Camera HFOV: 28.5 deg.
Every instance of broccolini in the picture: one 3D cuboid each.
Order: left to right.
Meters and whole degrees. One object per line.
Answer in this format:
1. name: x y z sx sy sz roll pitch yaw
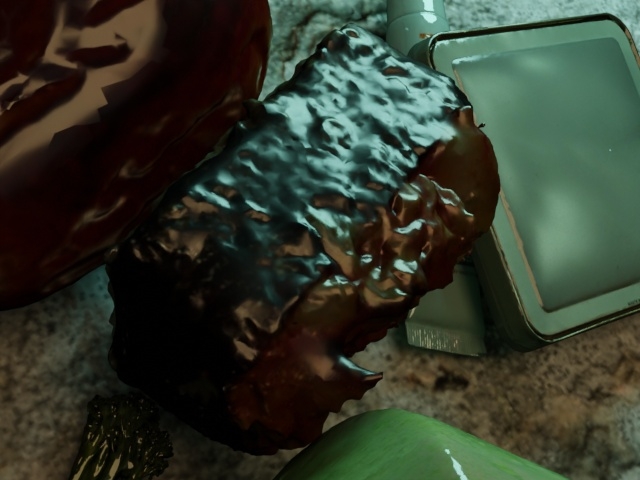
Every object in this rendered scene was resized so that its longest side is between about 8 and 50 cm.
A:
1. broccolini: -0.154 0.202 0.813 0.067 0.058 0.216 7 65 23

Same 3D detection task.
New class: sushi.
1. sushi: 0.000 0.000 0.863 0.182 0.196 0.343 40 51 5

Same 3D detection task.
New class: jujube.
1. jujube: -0.171 -0.105 0.855 0.223 0.223 0.318 37 64 -7

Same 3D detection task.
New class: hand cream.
1. hand cream: 0.089 -0.066 1.051 0.085 0.058 0.331 13 66 -38

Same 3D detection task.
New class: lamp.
1. lamp: 0.212 -0.060 1.071 0.269 0.047 0.266 -13 82 -39

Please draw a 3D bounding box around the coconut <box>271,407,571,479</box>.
1. coconut: 0.049 0.257 0.739 0.328 0.328 0.281 16 32 -19
